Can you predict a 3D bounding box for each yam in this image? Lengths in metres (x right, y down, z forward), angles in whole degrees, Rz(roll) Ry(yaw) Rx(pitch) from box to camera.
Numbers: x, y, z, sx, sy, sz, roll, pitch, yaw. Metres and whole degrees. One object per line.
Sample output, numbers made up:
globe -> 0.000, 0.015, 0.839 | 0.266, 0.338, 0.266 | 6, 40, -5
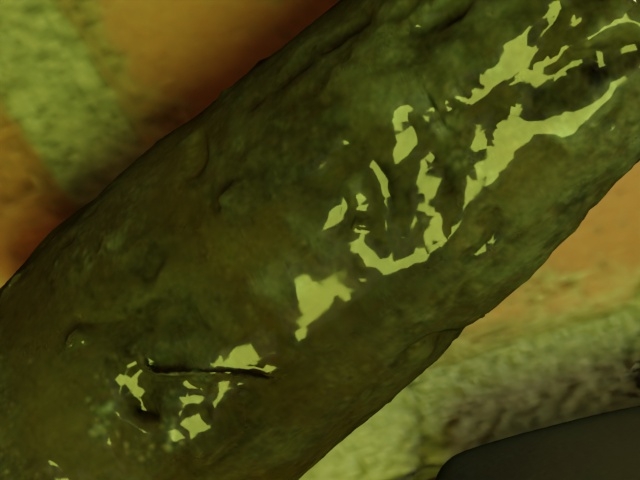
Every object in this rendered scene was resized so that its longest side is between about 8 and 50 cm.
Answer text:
yam -> 0.000, 0.000, 0.588 | 0.133, 0.133, 0.330 | 36, 117, -27

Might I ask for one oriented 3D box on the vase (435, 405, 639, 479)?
vase -> 0.219, 0.112, 0.680 | 0.321, 0.173, 0.173 | -23, 127, 8
